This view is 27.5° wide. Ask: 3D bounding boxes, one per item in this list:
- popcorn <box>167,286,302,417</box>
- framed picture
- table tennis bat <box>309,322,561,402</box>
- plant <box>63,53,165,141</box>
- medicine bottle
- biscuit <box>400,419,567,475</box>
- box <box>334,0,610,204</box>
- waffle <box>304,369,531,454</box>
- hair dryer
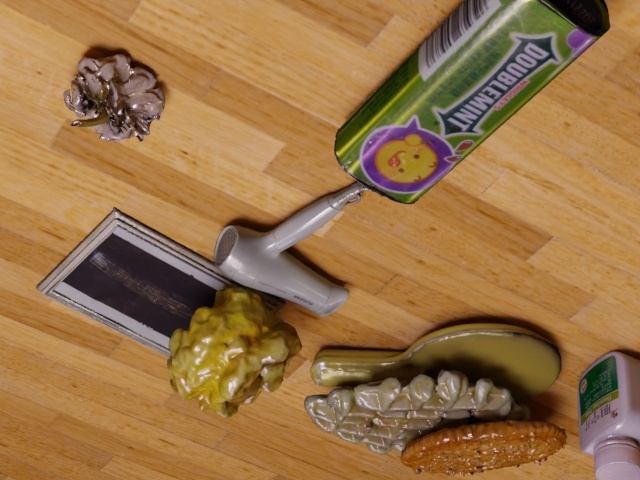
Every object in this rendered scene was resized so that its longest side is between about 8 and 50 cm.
[{"bbox_3d":[-0.121,0.158,1.807,0.155,0.197,0.197,42,134,5],"label":"popcorn"},{"bbox_3d":[-0.233,0.084,1.888,0.293,0.018,0.231,30,133,-23],"label":"framed picture"},{"bbox_3d":[0.169,0.188,1.929,0.369,0.054,0.224,-1,144,5],"label":"table tennis bat"},{"bbox_3d":[-0.249,-0.159,1.551,0.117,0.122,0.104,23,125,-7],"label":"plant"},{"bbox_3d":[0.421,0.257,1.869,0.069,0.183,0.119,23,136,-19],"label":"medicine bottle"},{"bbox_3d":[0.244,0.317,1.967,0.254,0.035,0.254,-4,158,-2],"label":"biscuit"},{"bbox_3d":[0.165,-0.178,1.485,0.134,0.097,0.345,29,134,-21],"label":"box"},{"bbox_3d":[0.149,0.262,1.953,0.309,0.056,0.292,-16,150,30],"label":"waffle"},{"bbox_3d":[0.000,0.000,1.746,0.206,0.075,0.237,27,127,-31],"label":"hair dryer"}]
